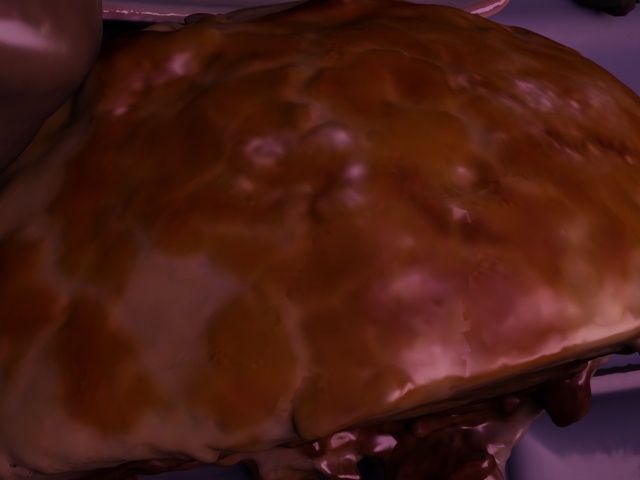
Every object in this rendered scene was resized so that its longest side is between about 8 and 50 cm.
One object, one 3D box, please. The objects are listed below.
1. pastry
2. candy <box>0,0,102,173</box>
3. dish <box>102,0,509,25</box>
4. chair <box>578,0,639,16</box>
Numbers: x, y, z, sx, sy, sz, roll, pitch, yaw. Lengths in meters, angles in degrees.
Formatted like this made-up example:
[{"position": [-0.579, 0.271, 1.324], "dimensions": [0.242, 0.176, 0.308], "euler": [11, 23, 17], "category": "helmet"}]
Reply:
[{"position": [-0.004, -0.001, 0.599], "dimensions": [0.256, 0.237, 0.170], "euler": [-4, 74, -27], "category": "pastry"}, {"position": [-0.153, -0.111, 0.555], "dimensions": [0.102, 0.104, 0.234], "euler": [17, 38, -50], "category": "candy"}, {"position": [-0.040, -0.147, 0.679], "dimensions": [0.212, 0.077, 0.151], "euler": [-2, 86, -28], "category": "dish"}, {"position": [0.406, -0.202, 0.771], "dimensions": [0.365, 0.362, 0.410], "euler": [35, 64, -18], "category": "chair"}]
